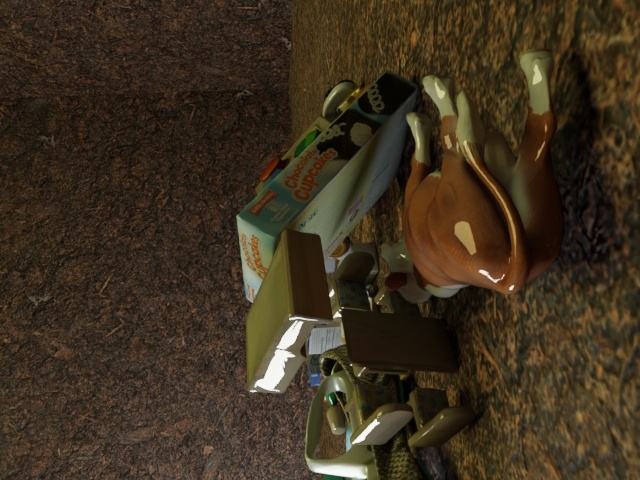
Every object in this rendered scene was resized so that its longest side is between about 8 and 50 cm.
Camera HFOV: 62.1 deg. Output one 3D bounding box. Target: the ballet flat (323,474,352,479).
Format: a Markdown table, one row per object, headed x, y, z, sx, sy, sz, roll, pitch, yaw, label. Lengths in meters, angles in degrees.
| x | y | z | sx | sy | sz | roll | pitch | yaw | label |
| --- | --- | --- | --- | --- | --- | --- | --- | --- | --- |
| 0.061 | 0.635 | 1.210 | 0.248 | 0.086 | 0.086 | -101 | 9 | -58 | ballet flat |

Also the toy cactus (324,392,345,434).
| x | y | z | sx | sy | sz | roll | pitch | yaw | label |
| --- | --- | --- | --- | --- | --- | --- | --- | --- | --- |
| 0.047 | 0.431 | 1.421 | 0.180 | 0.112 | 0.219 | -100 | 2 | -52 | toy cactus |

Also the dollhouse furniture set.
| x | y | z | sx | sy | sz | roll | pitch | yaw | label |
| --- | --- | --- | --- | --- | --- | --- | --- | --- | --- |
| 0.053 | 0.097 | 0.606 | 0.161 | 0.242 | 0.212 | 117 | 154 | -42 | dollhouse furniture set |

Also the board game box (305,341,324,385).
| x | y | z | sx | sy | sz | roll | pitch | yaw | label |
| --- | --- | --- | --- | --- | --- | --- | --- | --- | --- |
| 0.031 | 0.289 | 1.334 | 0.201 | 0.136 | 0.035 | -114 | 21 | -71 | board game box |

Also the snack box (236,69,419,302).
| x | y | z | sx | sy | sz | roll | pitch | yaw | label |
| --- | --- | --- | --- | --- | --- | --- | --- | --- | --- |
| 0.016 | -0.065 | 0.718 | 0.322 | 0.060 | 0.187 | -49 | -20 | -30 | snack box |

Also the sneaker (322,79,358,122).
| x | y | z | sx | sy | sz | roll | pitch | yaw | label |
| --- | --- | --- | --- | --- | --- | --- | --- | --- | --- |
| 0.037 | -0.309 | 1.178 | 0.217 | 0.079 | 0.121 | 100 | 166 | -66 | sneaker |

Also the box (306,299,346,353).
| x | y | z | sx | sy | sz | roll | pitch | yaw | label |
| --- | --- | --- | --- | --- | --- | --- | --- | --- | --- |
| 0.037 | 0.195 | 1.204 | 0.126 | 0.137 | 0.072 | 94 | 171 | -51 | box |

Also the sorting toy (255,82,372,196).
| x | y | z | sx | sy | sz | roll | pitch | yaw | label |
| --- | --- | --- | --- | --- | --- | --- | --- | --- | --- |
| -0.023 | -0.192 | 1.035 | 0.307 | 0.041 | 0.229 | -47 | 18 | 8 | sorting toy |

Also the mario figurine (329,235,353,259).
| x | y | z | sx | sy | sz | roll | pitch | yaw | label |
| --- | --- | --- | --- | --- | --- | --- | --- | --- | --- |
| 0.047 | -0.095 | 1.010 | 0.198 | 0.170 | 0.320 | -45 | 17 | 21 | mario figurine |

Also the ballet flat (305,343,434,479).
| x | y | z | sx | sy | sz | roll | pitch | yaw | label |
| --- | --- | --- | --- | --- | --- | --- | --- | --- | --- |
| 0.071 | 0.326 | 0.763 | 0.483 | 0.182 | 0.164 | -105 | 13 | -60 | ballet flat |

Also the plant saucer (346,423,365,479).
| x | y | z | sx | sy | sz | roll | pitch | yaw | label |
| --- | --- | --- | --- | --- | --- | --- | --- | --- | --- |
| 0.106 | 0.594 | 1.254 | 0.317 | 0.043 | 0.318 | 176 | 90 | -83 | plant saucer |

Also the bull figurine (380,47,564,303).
| x | y | z | sx | sy | sz | roll | pitch | yaw | label |
| --- | --- | --- | --- | --- | --- | --- | --- | --- | --- |
| 0.119 | -0.031 | 0.473 | 0.310 | 0.101 | 0.188 | 155 | 113 | -84 | bull figurine |

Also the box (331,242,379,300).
| x | y | z | sx | sy | sz | roll | pitch | yaw | label |
| --- | --- | --- | --- | --- | --- | --- | --- | --- | --- |
| 0.069 | 0.093 | 1.193 | 0.324 | 0.067 | 0.063 | 99 | 166 | -67 | box |

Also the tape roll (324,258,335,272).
| x | y | z | sx | sy | sz | roll | pitch | yaw | label |
| --- | --- | --- | --- | --- | --- | --- | --- | --- | --- |
| 0.000 | 0.000 | 1.750 | 0.219 | 0.072 | 0.219 | 176 | 90 | -84 | tape roll |

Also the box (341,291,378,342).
| x | y | z | sx | sy | sz | roll | pitch | yaw | label |
| --- | --- | --- | --- | --- | --- | --- | --- | --- | --- |
| 0.080 | 0.153 | 1.089 | 0.081 | 0.028 | 0.136 | 12 | 109 | 38 | box |
